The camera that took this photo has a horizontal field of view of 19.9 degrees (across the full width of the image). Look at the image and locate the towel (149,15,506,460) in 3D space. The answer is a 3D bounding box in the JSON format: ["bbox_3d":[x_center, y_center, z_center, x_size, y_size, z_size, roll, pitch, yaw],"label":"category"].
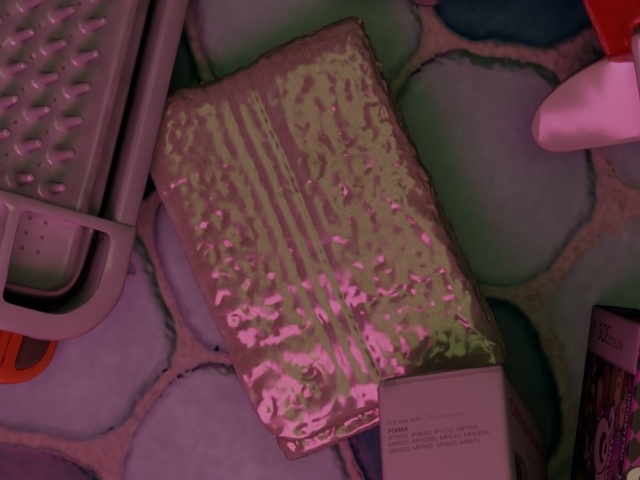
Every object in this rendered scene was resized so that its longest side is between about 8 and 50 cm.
[{"bbox_3d":[0.000,0.000,1.298,0.187,0.049,0.282,-23,90,7],"label":"towel"}]

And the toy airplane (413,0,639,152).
[{"bbox_3d":[0.211,-0.251,1.221,0.386,0.272,0.384,27,130,-8],"label":"toy airplane"}]

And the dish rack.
[{"bbox_3d":[-0.245,-0.117,1.233,0.285,0.072,0.332,17,81,-26],"label":"dish rack"}]

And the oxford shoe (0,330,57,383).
[{"bbox_3d":[-0.363,0.018,1.285,0.364,0.133,0.130,24,62,-16],"label":"oxford shoe"}]

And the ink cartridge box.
[{"bbox_3d":[0.103,0.210,1.215,0.092,0.158,0.218,-11,65,14],"label":"ink cartridge box"}]

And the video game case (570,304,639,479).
[{"bbox_3d":[0.202,0.164,1.230,0.042,0.210,0.232,7,92,0],"label":"video game case"}]
